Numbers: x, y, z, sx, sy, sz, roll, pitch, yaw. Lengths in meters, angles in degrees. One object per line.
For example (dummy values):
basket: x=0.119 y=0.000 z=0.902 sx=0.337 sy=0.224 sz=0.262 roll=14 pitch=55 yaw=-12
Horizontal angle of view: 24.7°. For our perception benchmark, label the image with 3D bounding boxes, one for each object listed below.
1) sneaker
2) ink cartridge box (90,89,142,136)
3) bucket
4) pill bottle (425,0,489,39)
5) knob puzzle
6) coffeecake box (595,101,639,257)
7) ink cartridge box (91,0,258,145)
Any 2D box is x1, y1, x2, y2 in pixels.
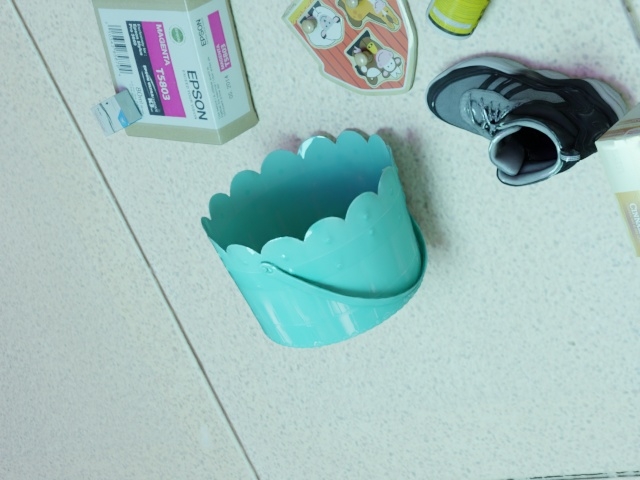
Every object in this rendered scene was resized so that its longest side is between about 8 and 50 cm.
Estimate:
sneaker: x=0.217 y=-0.143 z=1.739 sx=0.269 sy=0.153 sz=0.101 roll=13 pitch=124 yaw=34
ink cartridge box: x=-0.300 y=-0.181 z=2.112 sx=0.083 sy=0.028 sz=0.048 roll=-20 pitch=101 yaw=49
bucket: x=0.000 y=0.000 z=1.937 sx=0.281 sy=0.281 sz=0.183 roll=1 pitch=126 yaw=40
pill bottle: x=0.174 y=-0.301 z=1.736 sx=0.065 sy=0.065 sz=0.116 roll=39 pitch=136 yaw=14
knob puzzle: x=0.047 y=-0.264 z=1.892 sx=0.213 sy=0.030 sz=0.213 roll=21 pitch=128 yaw=29
coffeecake box: x=0.392 y=-0.086 z=1.606 sx=0.068 sy=0.185 sz=0.142 roll=-7 pitch=112 yaw=42
ink cartridge box: x=-0.209 y=-0.260 z=2.067 sx=0.193 sy=0.088 sz=0.234 roll=8 pitch=121 yaw=38
